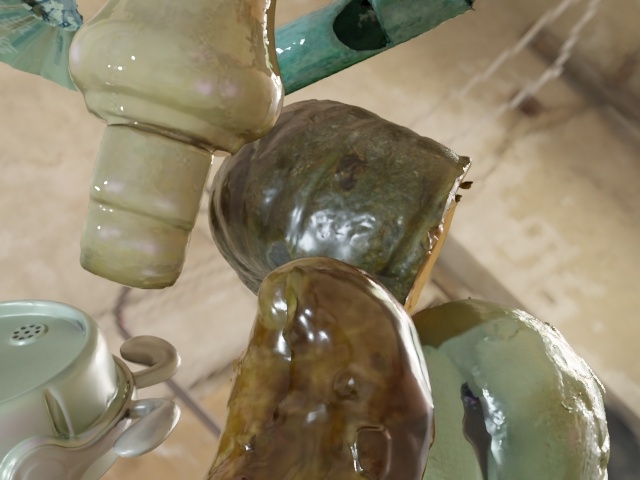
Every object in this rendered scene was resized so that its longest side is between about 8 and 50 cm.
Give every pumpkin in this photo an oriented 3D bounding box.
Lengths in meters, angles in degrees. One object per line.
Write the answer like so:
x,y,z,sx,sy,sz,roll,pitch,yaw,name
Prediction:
0.000,0.000,1.515,0.325,0.232,0.242,91,-159,-72,pumpkin

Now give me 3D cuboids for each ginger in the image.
-0.009,0.173,1.090,0.165,0.172,0.321,-3,60,46,ginger

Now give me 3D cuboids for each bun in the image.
0.190,0.188,1.557,0.187,0.293,0.293,-9,-28,-21,bun

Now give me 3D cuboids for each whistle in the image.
-0.010,-0.101,0.849,0.186,0.039,0.039,-23,-8,15,whistle

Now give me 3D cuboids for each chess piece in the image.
-0.040,-0.172,0.736,0.117,0.117,0.397,38,-112,-77,chess piece

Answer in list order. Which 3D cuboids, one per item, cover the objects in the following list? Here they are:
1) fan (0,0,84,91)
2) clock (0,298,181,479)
-0.236,-0.171,1.216,0.240,0.131,0.009,42,-127,-45,fan
-0.162,0.082,0.773,0.191,0.062,0.151,-11,22,-1,clock
